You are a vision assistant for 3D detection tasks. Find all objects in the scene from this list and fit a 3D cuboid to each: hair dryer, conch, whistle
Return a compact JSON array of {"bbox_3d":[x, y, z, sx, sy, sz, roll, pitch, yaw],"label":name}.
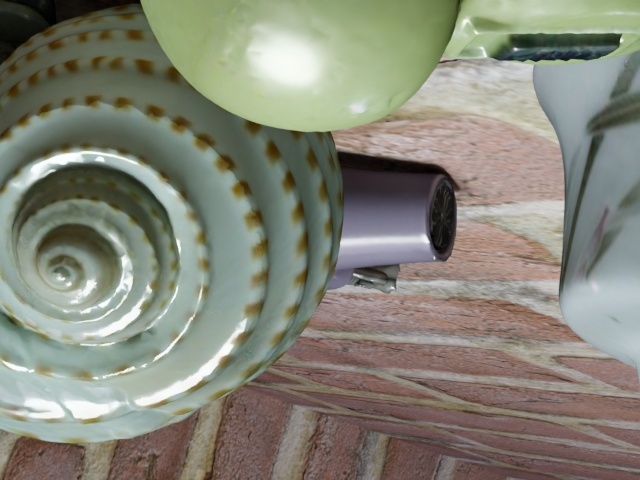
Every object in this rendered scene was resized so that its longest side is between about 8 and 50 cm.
[{"bbox_3d":[0.000,0.000,1.203,0.301,0.121,0.361,0,173,24],"label":"hair dryer"},{"bbox_3d":[-0.113,0.009,0.884,0.303,0.215,0.319,-36,166,15],"label":"conch"},{"bbox_3d":[0.060,-0.119,0.510,0.294,0.141,0.141,-15,177,-18],"label":"whistle"}]

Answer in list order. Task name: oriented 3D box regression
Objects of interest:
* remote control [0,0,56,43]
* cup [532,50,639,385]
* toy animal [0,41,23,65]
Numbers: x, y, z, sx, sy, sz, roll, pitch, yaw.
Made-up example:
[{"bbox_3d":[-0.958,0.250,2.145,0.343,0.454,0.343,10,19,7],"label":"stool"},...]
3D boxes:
[{"bbox_3d":[-0.257,-0.154,0.868,0.221,0.042,0.072,14,168,12],"label":"remote control"},{"bbox_3d":[0.257,0.019,0.731,0.347,0.163,0.347,15,168,3],"label":"cup"},{"bbox_3d":[-0.263,-0.132,0.961,0.252,0.070,0.079,23,137,25],"label":"toy animal"}]
